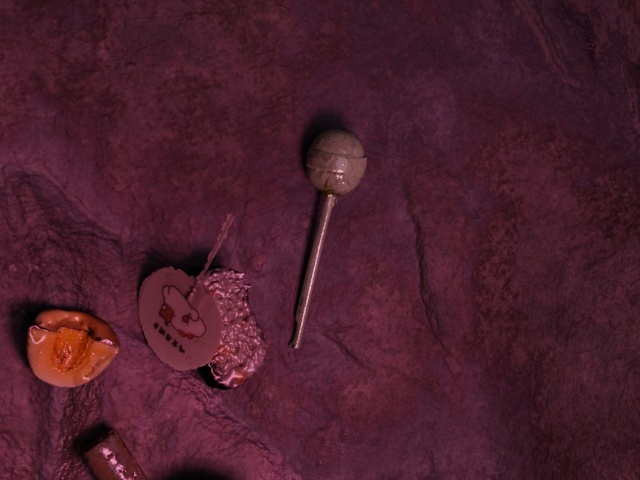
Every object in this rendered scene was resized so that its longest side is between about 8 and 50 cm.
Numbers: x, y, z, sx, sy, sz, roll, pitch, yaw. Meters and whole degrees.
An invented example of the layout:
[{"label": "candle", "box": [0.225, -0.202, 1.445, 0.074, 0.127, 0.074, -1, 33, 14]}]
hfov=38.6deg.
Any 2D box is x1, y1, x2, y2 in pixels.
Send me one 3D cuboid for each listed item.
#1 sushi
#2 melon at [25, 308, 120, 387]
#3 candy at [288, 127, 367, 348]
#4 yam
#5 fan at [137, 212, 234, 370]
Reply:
[{"label": "sushi", "box": [-0.187, 0.158, 1.667, 0.136, 0.126, 0.225, -18, 101, -25]}, {"label": "melon", "box": [-0.438, 0.183, 1.568, 0.160, 0.079, 0.128, 18, 104, -29]}, {"label": "candy", "box": [0.000, 0.000, 1.777, 0.119, 0.119, 0.440, 8, 97, -28]}, {"label": "yam", "box": [-0.351, 0.420, 1.617, 0.078, 0.078, 0.179, -36, 99, -21]}, {"label": "fan", "box": [-0.220, 0.085, 1.576, 0.009, 0.190, 0.329, -19, 146, -57]}]
